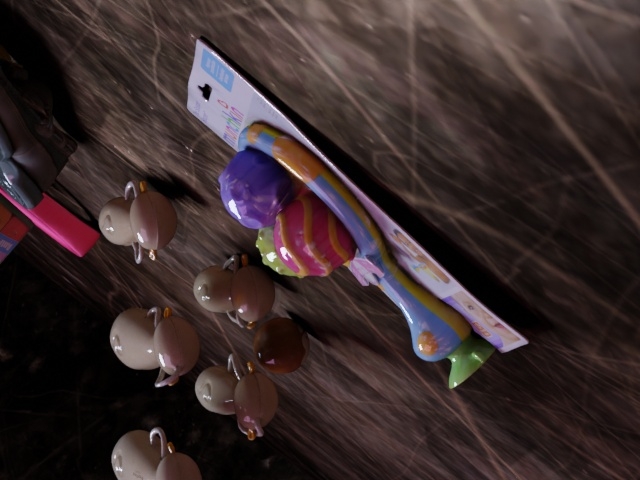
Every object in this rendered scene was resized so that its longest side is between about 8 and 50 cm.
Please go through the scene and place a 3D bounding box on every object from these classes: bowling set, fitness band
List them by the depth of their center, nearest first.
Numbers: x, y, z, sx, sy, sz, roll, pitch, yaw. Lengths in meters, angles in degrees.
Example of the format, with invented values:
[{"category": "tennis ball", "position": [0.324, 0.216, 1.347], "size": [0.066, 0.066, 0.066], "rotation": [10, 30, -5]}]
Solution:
[{"category": "bowling set", "position": [-0.083, 0.083, 1.065], "size": [0.154, 0.199, 0.287], "rotation": [0, 96, 64]}, {"category": "fitness band", "position": [-0.413, -0.084, 1.616], "size": [0.291, 0.054, 0.209], "rotation": [36, 169, 21]}]

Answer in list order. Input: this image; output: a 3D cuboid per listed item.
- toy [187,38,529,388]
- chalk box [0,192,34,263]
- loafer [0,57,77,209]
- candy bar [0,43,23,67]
[{"category": "toy", "position": [0.000, 0.000, 0.696], "size": [0.237, 0.056, 0.137], "rotation": [40, 166, 0]}, {"category": "chalk box", "position": [-0.508, -0.030, 1.537], "size": [0.289, 0.179, 0.180], "rotation": [30, 166, 35]}, {"category": "loafer", "position": [-0.268, -0.113, 1.047], "size": [0.096, 0.084, 0.267], "rotation": [43, 165, 9]}, {"category": "candy bar", "position": [-0.312, -0.196, 1.005], "size": [0.161, 0.018, 0.040], "rotation": [46, 162, -25]}]
